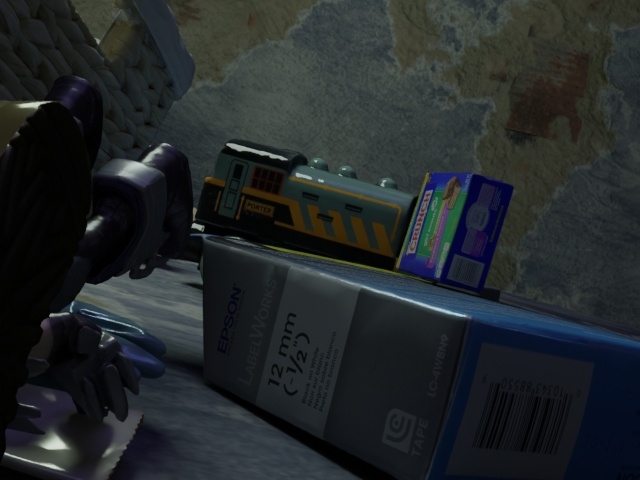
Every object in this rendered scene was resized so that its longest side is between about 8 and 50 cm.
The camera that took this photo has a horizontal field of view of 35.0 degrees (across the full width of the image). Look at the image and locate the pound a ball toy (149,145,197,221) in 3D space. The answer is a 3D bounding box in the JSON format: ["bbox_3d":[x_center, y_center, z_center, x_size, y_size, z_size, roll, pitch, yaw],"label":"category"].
[{"bbox_3d":[-0.314,-0.045,1.381,0.319,0.135,0.208,14,-22,-12],"label":"pound a ball toy"}]

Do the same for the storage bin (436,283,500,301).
[{"bbox_3d":[0.164,0.089,1.320,0.135,0.091,0.098,17,4,40],"label":"storage bin"}]

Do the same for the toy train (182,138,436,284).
[{"bbox_3d":[0.000,0.000,1.205,0.334,0.190,0.142,16,4,14],"label":"toy train"}]

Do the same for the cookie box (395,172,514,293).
[{"bbox_3d":[0.109,-0.009,0.840,0.040,0.091,0.107,18,-1,-14],"label":"cookie box"}]

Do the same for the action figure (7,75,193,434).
[{"bbox_3d":[-0.160,0.020,0.503,0.185,0.099,0.285,24,33,6],"label":"action figure"}]

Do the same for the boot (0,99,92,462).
[{"bbox_3d":[-0.238,0.034,0.352,0.270,0.089,0.236,-1,36,12],"label":"boot"}]

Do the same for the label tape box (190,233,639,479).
[{"bbox_3d":[0.055,0.083,0.767,0.249,0.115,0.348,13,0,-40],"label":"label tape box"}]

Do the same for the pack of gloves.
[{"bbox_3d":[-0.204,0.070,0.541,0.232,0.046,0.195,15,18,-1],"label":"pack of gloves"}]

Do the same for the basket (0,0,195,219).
[{"bbox_3d":[-0.323,-0.144,0.743,0.331,0.266,0.328,17,-19,18],"label":"basket"}]
